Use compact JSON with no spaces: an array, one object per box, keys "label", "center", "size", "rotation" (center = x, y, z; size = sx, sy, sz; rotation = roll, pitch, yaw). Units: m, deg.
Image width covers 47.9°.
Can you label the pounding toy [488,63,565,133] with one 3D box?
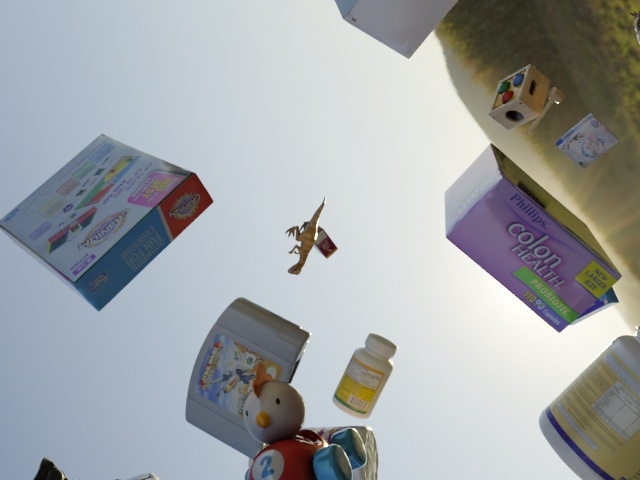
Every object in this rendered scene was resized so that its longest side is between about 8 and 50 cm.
[{"label":"pounding toy","center":[0.555,-0.382,1.950],"size":[0.094,0.206,0.181],"rotation":[31,-114,-19]}]

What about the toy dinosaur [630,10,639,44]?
[{"label":"toy dinosaur","center":[0.594,-0.371,1.314],"size":[0.183,0.053,0.093],"rotation":[11,-100,-57]}]

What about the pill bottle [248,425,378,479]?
[{"label":"pill bottle","center":[-0.018,0.550,1.794],"size":[0.169,0.301,0.169],"rotation":[-7,-90,-73]}]

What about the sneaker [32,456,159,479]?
[{"label":"sneaker","center":[-0.380,0.405,1.157],"size":[0.153,0.101,0.268],"rotation":[38,-163,15]}]

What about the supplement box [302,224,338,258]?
[{"label":"supplement box","center":[0.000,0.000,1.871],"size":[0.083,0.043,0.055],"rotation":[53,172,-34]}]

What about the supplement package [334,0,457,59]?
[{"label":"supplement package","center":[0.189,-0.580,1.603],"size":[0.204,0.262,0.145],"rotation":[21,-144,-32]}]

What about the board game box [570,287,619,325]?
[{"label":"board game box","center":[0.678,0.101,1.914],"size":[0.047,0.160,0.210],"rotation":[1,-119,-32]}]

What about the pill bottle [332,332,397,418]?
[{"label":"pill bottle","center":[0.123,0.359,1.927],"size":[0.117,0.208,0.117],"rotation":[24,-173,-3]}]

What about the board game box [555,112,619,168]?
[{"label":"board game box","center":[0.537,-0.199,1.451],"size":[0.090,0.090,0.020],"rotation":[32,-148,-27]}]

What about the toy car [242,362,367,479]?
[{"label":"toy car","center":[-0.076,0.331,1.249],"size":[0.238,0.219,0.210],"rotation":[65,-165,7]}]

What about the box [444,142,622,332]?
[{"label":"box","center":[0.301,-0.014,1.073],"size":[0.213,0.117,0.243],"rotation":[39,-161,-5]}]

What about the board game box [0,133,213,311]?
[{"label":"board game box","center":[-0.353,-0.044,1.153],"size":[0.316,0.242,0.064],"rotation":[25,153,45]}]

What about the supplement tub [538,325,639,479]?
[{"label":"supplement tub","center":[0.660,0.355,1.534],"size":[0.241,0.331,0.241],"rotation":[36,-165,-11]}]

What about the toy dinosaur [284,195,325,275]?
[{"label":"toy dinosaur","center":[-0.026,-0.019,1.719],"size":[0.064,0.211,0.112],"rotation":[10,-164,-33]}]

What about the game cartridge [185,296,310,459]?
[{"label":"game cartridge","center":[-0.161,0.277,1.469],"size":[0.198,0.297,0.062],"rotation":[24,-167,9]}]
